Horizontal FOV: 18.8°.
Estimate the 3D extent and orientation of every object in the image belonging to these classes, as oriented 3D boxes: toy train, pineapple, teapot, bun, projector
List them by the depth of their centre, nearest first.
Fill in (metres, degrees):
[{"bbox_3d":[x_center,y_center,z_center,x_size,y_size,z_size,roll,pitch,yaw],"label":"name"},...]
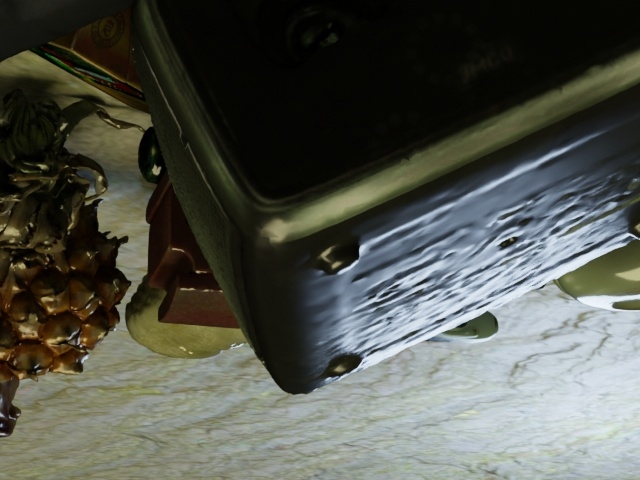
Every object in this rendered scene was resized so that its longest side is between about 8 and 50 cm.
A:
[{"bbox_3d":[0.088,-0.088,1.458,0.395,0.242,0.405,-26,160,-8],"label":"projector"},{"bbox_3d":[-0.021,-0.025,1.818,0.304,0.222,0.150,5,157,-15],"label":"toy train"},{"bbox_3d":[-0.291,-0.024,1.868,0.262,0.263,0.272,4,146,-13],"label":"pineapple"},{"bbox_3d":[0.282,-0.003,1.982,0.318,0.149,0.220,-5,167,7],"label":"teapot"},{"bbox_3d":[-0.097,0.038,2.003,0.134,0.220,0.220,41,149,-7],"label":"bun"},{"bbox_3d":[0.109,0.093,2.374,0.233,0.052,0.051,3,154,-9],"label":"toy train"}]

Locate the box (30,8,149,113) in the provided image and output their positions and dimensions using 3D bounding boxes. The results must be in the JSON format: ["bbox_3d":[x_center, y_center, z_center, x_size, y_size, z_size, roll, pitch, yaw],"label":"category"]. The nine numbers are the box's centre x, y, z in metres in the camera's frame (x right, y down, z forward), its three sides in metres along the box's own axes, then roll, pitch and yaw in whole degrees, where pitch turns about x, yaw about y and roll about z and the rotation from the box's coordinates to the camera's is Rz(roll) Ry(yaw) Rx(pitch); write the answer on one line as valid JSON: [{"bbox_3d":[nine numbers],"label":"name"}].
[{"bbox_3d":[-0.167,-0.159,1.594,0.159,0.071,0.240,25,178,39],"label":"box"}]

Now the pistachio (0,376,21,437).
[{"bbox_3d":[-0.469,0.194,2.545,0.165,0.131,0.210,35,179,32],"label":"pistachio"}]

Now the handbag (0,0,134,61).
[{"bbox_3d":[-0.238,-0.227,1.384,0.254,0.089,0.211,-18,121,35],"label":"handbag"}]
